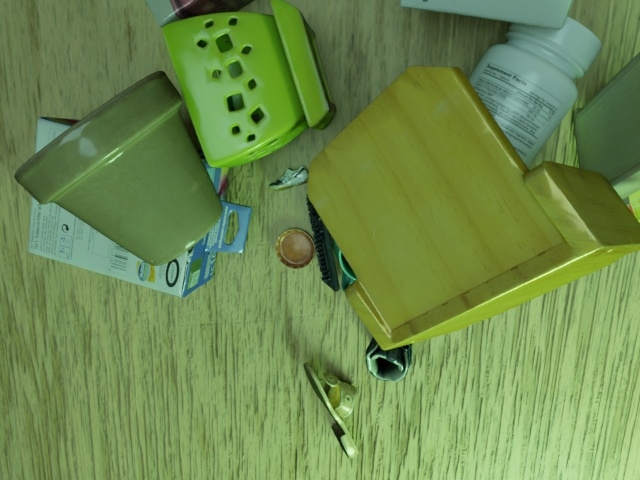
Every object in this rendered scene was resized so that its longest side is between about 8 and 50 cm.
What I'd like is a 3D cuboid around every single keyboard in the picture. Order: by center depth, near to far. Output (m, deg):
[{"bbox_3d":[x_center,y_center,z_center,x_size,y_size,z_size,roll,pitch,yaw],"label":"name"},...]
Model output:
[{"bbox_3d":[0.000,0.000,0.945,0.023,0.108,0.180,-13,107,-10],"label":"keyboard"}]

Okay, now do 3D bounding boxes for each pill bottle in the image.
[{"bbox_3d":[0.298,-0.208,0.799,0.160,0.160,0.283,32,107,3],"label":"pill bottle"}]

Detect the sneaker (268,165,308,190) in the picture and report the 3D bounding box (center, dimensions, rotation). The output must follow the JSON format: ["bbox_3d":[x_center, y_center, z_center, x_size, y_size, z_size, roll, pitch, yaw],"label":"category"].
[{"bbox_3d":[-0.063,-0.120,0.968,0.083,0.032,0.037,-16,86,10],"label":"sneaker"}]

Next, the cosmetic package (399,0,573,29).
[{"bbox_3d":[0.251,-0.427,0.699,0.224,0.224,0.138,15,144,11],"label":"cosmetic package"}]

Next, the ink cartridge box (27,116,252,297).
[{"bbox_3d":[-0.341,-0.061,0.973,0.395,0.151,0.270,15,105,9],"label":"ink cartridge box"}]

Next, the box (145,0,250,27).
[{"bbox_3d":[-0.181,-0.467,0.844,0.232,0.148,0.127,-26,97,17],"label":"box"}]

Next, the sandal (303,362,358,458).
[{"bbox_3d":[0.044,0.336,1.041,0.079,0.088,0.240,-27,105,-15],"label":"sandal"}]

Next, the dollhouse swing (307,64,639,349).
[{"bbox_3d":[0.209,-0.044,0.755,0.347,0.315,0.305,-39,64,40],"label":"dollhouse swing"}]

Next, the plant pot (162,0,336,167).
[{"bbox_3d":[-0.097,-0.262,0.842,0.207,0.227,0.228,-16,99,9],"label":"plant pot"}]

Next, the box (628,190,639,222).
[{"bbox_3d":[0.587,-0.087,0.819,0.232,0.058,0.087,-23,98,16],"label":"box"}]

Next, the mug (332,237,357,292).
[{"bbox_3d":[0.076,0.007,0.917,0.157,0.097,0.129,-36,117,7],"label":"mug"}]

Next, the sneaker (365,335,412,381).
[{"bbox_3d":[0.151,0.152,0.917,0.086,0.163,0.226,22,105,8],"label":"sneaker"}]

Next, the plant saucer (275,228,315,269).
[{"bbox_3d":[-0.050,0.016,1.003,0.083,0.013,0.084,3,104,11],"label":"plant saucer"}]

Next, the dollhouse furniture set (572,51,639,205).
[{"bbox_3d":[0.616,-0.161,0.698,0.394,0.256,0.362,-1,78,0],"label":"dollhouse furniture set"}]

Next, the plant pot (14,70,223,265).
[{"bbox_3d":[-0.275,-0.093,0.774,0.263,0.263,0.229,-31,113,17],"label":"plant pot"}]
